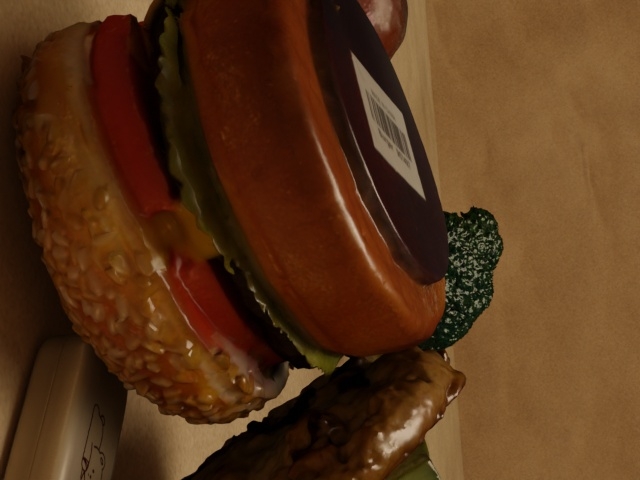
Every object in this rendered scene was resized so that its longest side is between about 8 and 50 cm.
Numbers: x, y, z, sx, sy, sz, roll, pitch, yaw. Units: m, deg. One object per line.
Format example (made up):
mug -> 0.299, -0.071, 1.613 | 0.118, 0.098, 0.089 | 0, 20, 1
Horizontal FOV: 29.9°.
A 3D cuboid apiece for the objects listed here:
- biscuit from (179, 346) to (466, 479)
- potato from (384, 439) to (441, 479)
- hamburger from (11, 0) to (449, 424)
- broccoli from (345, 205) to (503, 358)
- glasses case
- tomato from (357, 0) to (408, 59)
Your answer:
biscuit -> -0.033, 0.179, 0.924 | 0.081, 0.334, 0.289 | 52, 39, -1
potato -> 0.075, 0.415, 1.566 | 0.280, 0.213, 0.330 | -124, -163, -81
hamburger -> -0.064, -0.039, 0.871 | 0.330, 0.250, 0.330 | -20, 90, -73
broccoli -> 0.109, 0.044, 1.743 | 0.297, 0.297, 0.297 | 48, -11, 35
glasses case -> -0.178, 0.155, 0.826 | 0.083, 0.050, 0.196 | 65, 24, -50
tomato -> 0.049, -0.334, 1.753 | 0.181, 0.155, 0.214 | -39, 124, -69
